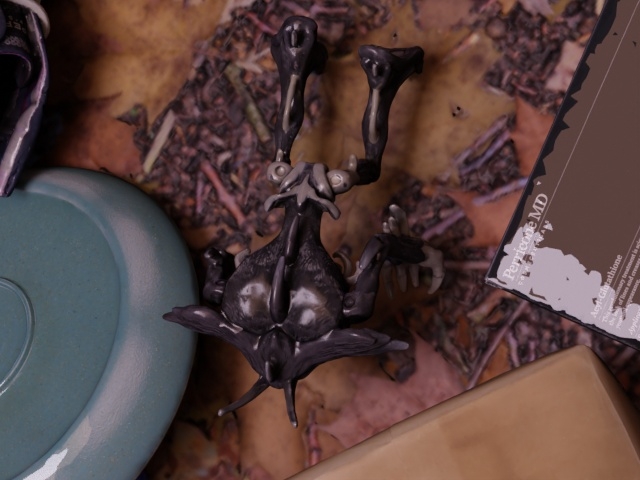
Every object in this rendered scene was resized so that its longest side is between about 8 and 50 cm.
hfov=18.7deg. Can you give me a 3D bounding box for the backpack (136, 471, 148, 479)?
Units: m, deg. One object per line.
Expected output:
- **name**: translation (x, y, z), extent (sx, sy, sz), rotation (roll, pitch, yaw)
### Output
- **backpack**: translation (-0.191, 0.167, 1.356), extent (0.120, 0.098, 0.101), rotation (-1, 63, 30)

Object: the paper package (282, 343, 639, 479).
- **paper package**: translation (0.098, 0.264, 1.143), extent (0.309, 0.168, 0.325), rotation (-26, 83, 5)

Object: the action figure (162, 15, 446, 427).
- **action figure**: translation (0.000, 0.000, 1.276), extent (0.164, 0.141, 0.276), rotation (6, 71, 20)

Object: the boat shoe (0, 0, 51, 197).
- **boat shoe**: translation (-0.233, -0.189, 1.371), extent (0.158, 0.127, 0.341), rotation (24, 103, 47)

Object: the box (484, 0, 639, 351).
- **box**: translation (0.243, -0.054, 1.203), extent (0.184, 0.103, 0.261), rotation (25, 94, 19)

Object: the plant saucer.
- **plant saucer**: translation (-0.233, 0.078, 1.342), extent (0.317, 0.044, 0.318), rotation (-14, 56, 22)
